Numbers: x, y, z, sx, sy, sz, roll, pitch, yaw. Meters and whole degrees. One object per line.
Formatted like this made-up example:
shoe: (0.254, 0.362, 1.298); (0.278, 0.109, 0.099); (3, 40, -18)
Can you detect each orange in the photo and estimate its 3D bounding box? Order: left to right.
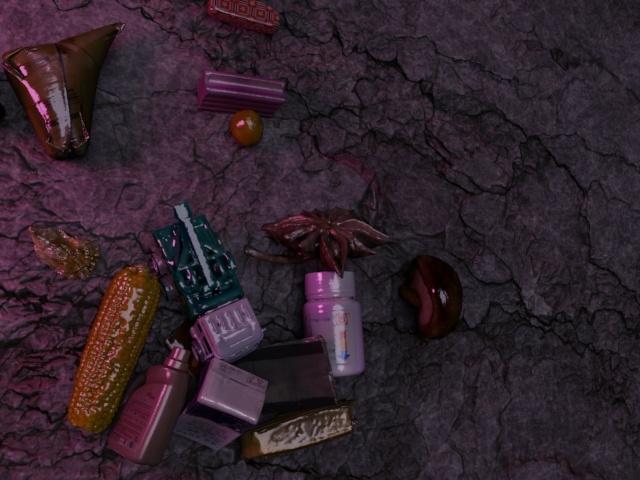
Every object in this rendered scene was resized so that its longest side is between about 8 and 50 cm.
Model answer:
orange: (-0.186, -0.286, 1.360); (0.085, 0.085, 0.095); (-24, 113, -25)

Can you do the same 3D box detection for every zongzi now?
zongzi: (-0.525, -0.339, 1.210); (0.289, 0.123, 0.260); (-30, 98, -28)

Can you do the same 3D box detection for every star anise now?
star anise: (0.002, -0.001, 1.344); (0.350, 0.293, 0.108); (-32, 128, -46)

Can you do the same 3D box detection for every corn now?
corn: (-0.440, 0.224, 1.146); (0.121, 0.120, 0.363); (19, 75, -19)

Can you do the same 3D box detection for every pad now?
pad: (-0.084, 0.320, 1.253); (0.233, 0.022, 0.174); (-10, 98, 12)

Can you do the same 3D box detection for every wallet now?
wallet: (-0.283, 0.273, 1.256); (0.095, 0.026, 0.176); (-43, 101, -29)

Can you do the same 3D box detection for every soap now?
soap: (-0.203, -0.368, 1.347); (0.203, 0.122, 0.065); (2, 81, -24)

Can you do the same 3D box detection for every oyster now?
oyster: (-0.559, 0.022, 1.179); (0.122, 0.045, 0.146); (-25, 92, -39)

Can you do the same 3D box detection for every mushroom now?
mushroom: (0.317, 0.151, 1.441); (0.138, 0.194, 0.231); (-9, 96, -23)

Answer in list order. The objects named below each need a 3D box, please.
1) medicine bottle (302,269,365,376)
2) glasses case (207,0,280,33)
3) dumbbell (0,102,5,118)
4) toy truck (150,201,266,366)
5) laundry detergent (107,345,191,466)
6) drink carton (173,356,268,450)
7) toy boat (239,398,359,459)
medicine bottle: (0.030, 0.206, 1.332); (0.152, 0.152, 0.254); (0, 80, -23)
glasses case: (-0.204, -0.608, 1.426); (0.195, 0.049, 0.073); (8, 77, -22)
dumbbell: (-0.779, -0.274, 1.069); (0.218, 0.152, 0.152); (-36, 96, -24)
toy truck: (-0.259, 0.101, 1.198); (0.177, 0.178, 0.363); (-22, 83, -26)
laundry detergent: (-0.364, 0.337, 1.136); (0.076, 0.171, 0.237); (35, 66, -46)
drink carton: (-0.227, 0.360, 1.152); (0.134, 0.222, 0.101); (28, 44, -18)
toy boat: (-0.043, 0.449, 1.279); (0.310, 0.115, 0.089); (-10, 85, -22)
